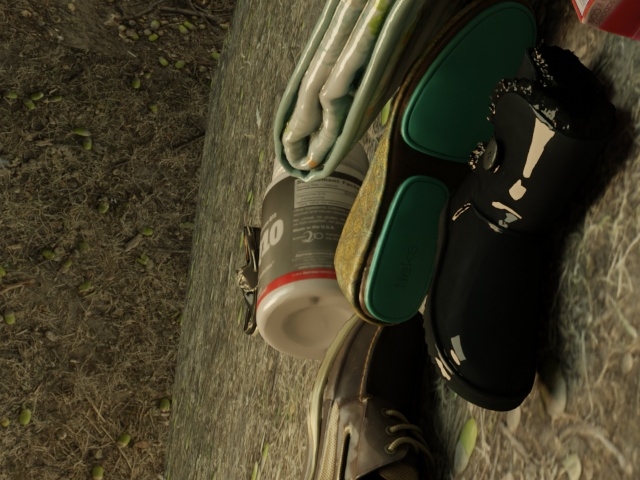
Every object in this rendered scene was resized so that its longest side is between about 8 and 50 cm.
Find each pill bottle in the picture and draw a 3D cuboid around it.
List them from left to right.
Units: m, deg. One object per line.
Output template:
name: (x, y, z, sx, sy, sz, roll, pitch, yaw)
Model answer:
pill bottle: (0.000, 0.000, 1.239, 0.161, 0.161, 0.283, 116, 160, -47)

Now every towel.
towel: (0.101, -0.256, 0.951, 0.320, 0.090, 0.374, -50, -4, -33)

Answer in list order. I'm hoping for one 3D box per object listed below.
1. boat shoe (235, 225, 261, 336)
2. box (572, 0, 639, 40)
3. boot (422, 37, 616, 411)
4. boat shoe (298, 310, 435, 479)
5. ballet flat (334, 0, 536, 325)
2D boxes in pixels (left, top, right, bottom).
boat shoe: (-0.140, 0.082, 1.924, 0.084, 0.079, 0.233, 141, 137, -67)
box: (0.246, -0.243, 0.522, 0.257, 0.122, 0.128, 115, 161, -44)
boot: (0.159, -0.017, 0.748, 0.207, 0.094, 0.246, 110, 170, -46)
boat shoe: (0.058, 0.229, 0.948, 0.130, 0.132, 0.355, -1, 65, 46)
ballet flat: (0.100, -0.086, 0.933, 0.123, 0.123, 0.348, -120, 49, -70)
